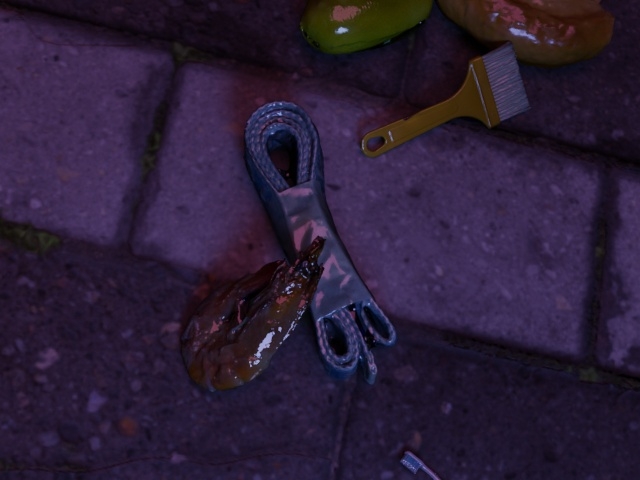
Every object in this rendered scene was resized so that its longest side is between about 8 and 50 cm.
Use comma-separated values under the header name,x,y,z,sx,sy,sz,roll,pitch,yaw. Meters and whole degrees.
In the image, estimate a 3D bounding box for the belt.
name,x,y,z,sx,sy,sz,roll,pitch,yaw
belt,0.000,0.000,1.105,0.087,0.072,0.302,-19,75,-10

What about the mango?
name,x,y,z,sx,sy,sz,roll,pitch,yaw
mango,0.055,-0.260,1.214,0.165,0.074,0.091,-24,74,-18

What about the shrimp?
name,x,y,z,sx,sy,sz,roll,pitch,yaw
shrimp,-0.063,0.065,1.051,0.190,0.042,0.101,-46,63,8

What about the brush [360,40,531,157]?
name,x,y,z,sx,sy,sz,roll,pitch,yaw
brush,0.134,-0.142,1.200,0.205,0.011,0.083,-25,114,-11

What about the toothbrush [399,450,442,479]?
name,x,y,z,sx,sy,sz,roll,pitch,yaw
toothbrush,0.142,0.263,1.064,0.162,0.014,0.017,41,54,6

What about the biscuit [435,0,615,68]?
name,x,y,z,sx,sy,sz,roll,pitch,yaw
biscuit,0.227,-0.330,1.263,0.213,0.091,0.274,-4,72,-13
